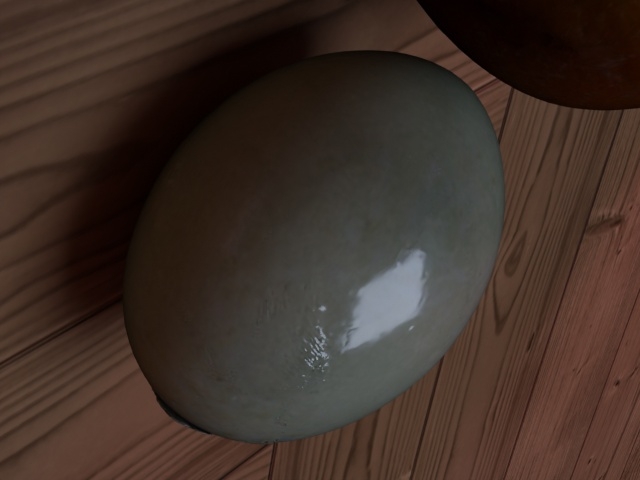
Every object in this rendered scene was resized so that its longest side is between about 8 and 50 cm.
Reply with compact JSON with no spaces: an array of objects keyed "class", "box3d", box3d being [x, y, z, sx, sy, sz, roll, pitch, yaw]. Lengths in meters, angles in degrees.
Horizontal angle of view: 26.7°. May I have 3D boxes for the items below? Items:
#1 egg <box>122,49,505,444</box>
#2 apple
[{"class":"egg","box3d":[0.000,0.000,0.749,0.253,0.187,0.186,-48,152,-15]},{"class":"apple","box3d":[0.161,-0.189,0.746,0.253,0.254,0.253,-40,148,-31]}]
